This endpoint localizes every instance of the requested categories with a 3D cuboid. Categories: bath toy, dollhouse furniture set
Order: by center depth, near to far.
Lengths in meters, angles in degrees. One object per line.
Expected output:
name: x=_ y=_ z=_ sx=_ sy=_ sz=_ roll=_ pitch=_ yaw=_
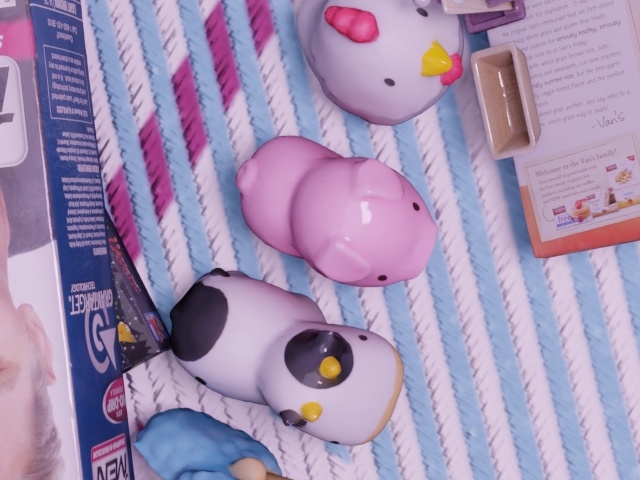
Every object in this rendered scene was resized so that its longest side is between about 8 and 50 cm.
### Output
dollhouse furniture set: x=0.102 y=-0.106 z=0.973 sx=0.091 sy=0.081 sz=0.114 roll=-12 pitch=89 yaw=41
bath toy: x=0.000 y=0.000 z=1.036 sx=0.151 sy=0.129 sz=0.348 roll=20 pitch=93 yaw=9

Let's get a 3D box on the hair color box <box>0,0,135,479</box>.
hair color box: x=-0.223 y=0.009 z=1.037 sx=0.174 sy=0.105 sz=0.347 roll=-7 pitch=91 yaw=10

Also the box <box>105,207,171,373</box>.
box: x=-0.218 y=0.003 z=1.112 sx=0.159 sy=0.044 sz=0.233 roll=-28 pitch=86 yaw=9

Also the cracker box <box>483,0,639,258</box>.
cracker box: x=0.181 y=-0.117 z=1.004 sx=0.156 sy=0.067 sz=0.232 roll=-12 pitch=90 yaw=40
